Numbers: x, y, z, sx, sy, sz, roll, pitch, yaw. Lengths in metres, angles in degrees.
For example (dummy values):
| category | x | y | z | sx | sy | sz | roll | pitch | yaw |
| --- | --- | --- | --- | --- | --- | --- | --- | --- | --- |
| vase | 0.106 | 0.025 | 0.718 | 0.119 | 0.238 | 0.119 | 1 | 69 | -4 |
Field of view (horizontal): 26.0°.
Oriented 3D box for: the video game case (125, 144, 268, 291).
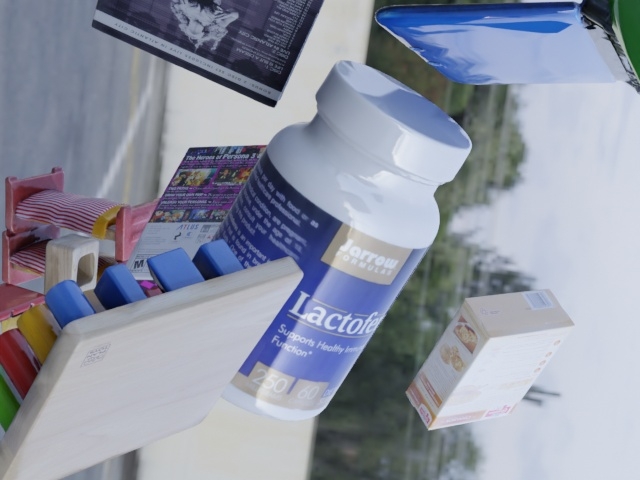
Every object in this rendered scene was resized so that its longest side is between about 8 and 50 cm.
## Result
| category | x | y | z | sx | sy | sz | roll | pitch | yaw |
| --- | --- | --- | --- | --- | --- | --- | --- | --- | --- |
| video game case | -0.079 | -0.022 | 1.519 | 0.041 | 0.232 | 0.210 | 64 | 36 | -41 |

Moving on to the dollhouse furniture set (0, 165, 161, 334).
| category | x | y | z | sx | sy | sz | roll | pitch | yaw |
| --- | --- | --- | --- | --- | --- | --- | --- | --- | --- |
| dollhouse furniture set | -0.364 | 0.024 | 1.737 | 0.374 | 0.201 | 0.152 | -24 | 124 | -62 |

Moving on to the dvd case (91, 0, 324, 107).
| category | x | y | z | sx | sy | sz | roll | pitch | yaw |
| --- | --- | --- | --- | --- | --- | --- | --- | --- | --- |
| dvd case | -0.076 | -0.204 | 1.047 | 0.221 | 0.165 | 0.018 | 119 | -7 | -51 |

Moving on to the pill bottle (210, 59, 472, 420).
| category | x | y | z | sx | sy | sz | roll | pitch | yaw |
| --- | --- | --- | --- | --- | --- | --- | --- | --- | --- |
| pill bottle | 0.000 | 0.000 | 1.105 | 0.264 | 0.153 | 0.153 | -59 | -172 | 20 |

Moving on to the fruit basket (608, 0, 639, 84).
| category | x | y | z | sx | sy | sz | roll | pitch | yaw |
| --- | --- | --- | --- | --- | --- | --- | --- | --- | --- |
| fruit basket | 0.247 | -0.224 | 0.544 | 0.392 | 0.283 | 0.392 | 168 | -90 | -78 |

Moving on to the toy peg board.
| category | x | y | z | sx | sy | sz | roll | pitch | yaw |
| --- | --- | --- | --- | --- | --- | --- | --- | --- | --- |
| toy peg board | -0.121 | 0.057 | 0.809 | 0.161 | 0.079 | 0.160 | -17 | 151 | -43 |

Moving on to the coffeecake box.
| category | x | y | z | sx | sy | sz | roll | pitch | yaw |
| --- | --- | --- | --- | --- | --- | --- | --- | --- | --- |
| coffeecake box | 0.214 | 0.152 | 1.769 | 0.068 | 0.142 | 0.185 | 59 | -42 | 33 |

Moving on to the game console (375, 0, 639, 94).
| category | x | y | z | sx | sy | sz | roll | pitch | yaw |
| --- | --- | --- | --- | --- | --- | --- | --- | --- | --- |
| game console | 0.208 | -0.215 | 1.102 | 0.250 | 0.173 | 0.293 | -58 | 164 | 7 |
